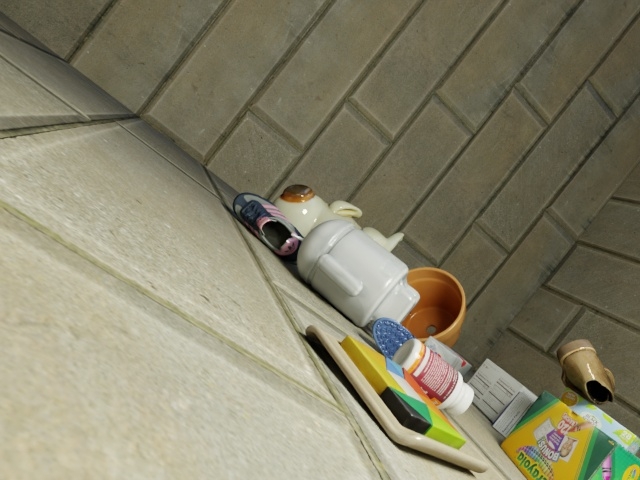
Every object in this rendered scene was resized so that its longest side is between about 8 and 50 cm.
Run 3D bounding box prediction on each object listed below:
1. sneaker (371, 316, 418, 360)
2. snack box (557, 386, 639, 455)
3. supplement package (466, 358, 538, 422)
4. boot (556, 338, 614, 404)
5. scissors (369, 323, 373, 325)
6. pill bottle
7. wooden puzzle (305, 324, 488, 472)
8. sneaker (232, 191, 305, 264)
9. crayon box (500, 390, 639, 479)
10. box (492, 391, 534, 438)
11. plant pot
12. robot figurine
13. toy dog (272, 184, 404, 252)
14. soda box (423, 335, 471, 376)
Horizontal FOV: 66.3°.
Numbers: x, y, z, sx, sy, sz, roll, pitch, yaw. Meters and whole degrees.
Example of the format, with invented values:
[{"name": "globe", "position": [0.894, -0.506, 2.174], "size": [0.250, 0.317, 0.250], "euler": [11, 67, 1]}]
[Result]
[{"name": "sneaker", "position": [0.200, 0.259, 1.128], "size": [0.232, 0.081, 0.090], "euler": [45, -3, -8]}, {"name": "snack box", "position": [0.583, 0.474, 1.116], "size": [0.070, 0.207, 0.174], "euler": [38, 0, -36]}, {"name": "supplement package", "position": [0.633, 0.543, 1.582], "size": [0.262, 0.145, 0.204], "euler": [37, 1, -17]}, {"name": "boot", "position": [0.648, 0.352, 1.168], "size": [0.305, 0.112, 0.115], "euler": [43, 26, -40]}, {"name": "scissors", "position": [0.184, 0.275, 1.468], "size": [0.297, 0.021, 0.109], "euler": [37, 4, -4]}, {"name": "pill bottle", "position": [0.213, 0.264, 0.936], "size": [0.152, 0.086, 0.086], "euler": [38, 1, -4]}, {"name": "wooden puzzle", "position": [0.107, 0.213, 0.683], "size": [0.221, 0.044, 0.239], "euler": [37, 1, -41]}, {"name": "sneaker", "position": [-0.162, -0.059, 1.451], "size": [0.319, 0.112, 0.131], "euler": [37, -2, 26]}, {"name": "crayon box", "position": [0.485, 0.427, 0.969], "size": [0.081, 0.165, 0.278], "euler": [37, 1, -2]}, {"name": "box", "position": [0.568, 0.508, 1.345], "size": [0.137, 0.126, 0.072], "euler": [39, 3, 27]}, {"name": "plant pot", "position": [0.371, 0.267, 1.710], "size": [0.291, 0.291, 0.203], "euler": [39, -14, 43]}, {"name": "robot figurine", "position": [0.083, 0.081, 1.270], "size": [0.353, 0.199, 0.300], "euler": [38, 7, 14]}, {"name": "toy dog", "position": [0.000, 0.000, 1.638], "size": [0.408, 0.284, 0.395], "euler": [40, 38, 10]}, {"name": "soda box", "position": [0.352, 0.356, 1.411], "size": [0.091, 0.098, 0.286], "euler": [39, 1, 31]}]
